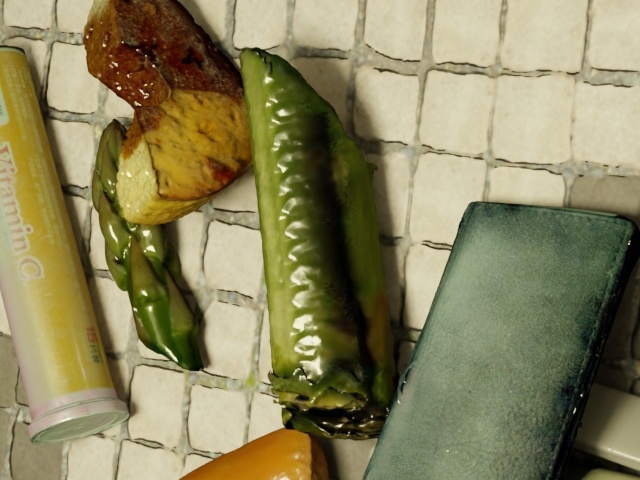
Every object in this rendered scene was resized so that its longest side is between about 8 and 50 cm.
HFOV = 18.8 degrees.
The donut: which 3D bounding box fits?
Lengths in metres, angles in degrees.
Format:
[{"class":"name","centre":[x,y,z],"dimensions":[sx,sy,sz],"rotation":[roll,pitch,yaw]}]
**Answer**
[{"class":"donut","centre":[-0.148,-0.131,1.937],"dimensions":[0.112,0.151,0.295],"rotation":[-44,50,42]}]

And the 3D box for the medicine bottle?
[{"class":"medicine bottle","centre":[-0.306,-0.001,2.069],"dimensions":[0.108,0.108,0.426],"rotation":[-26,71,33]}]

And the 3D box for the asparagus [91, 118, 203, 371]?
[{"class":"asparagus","centre":[-0.187,0.007,1.994],"dimensions":[0.080,0.080,0.287],"rotation":[-23,74,34]}]

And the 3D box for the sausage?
[{"class":"sausage","centre":[-0.088,0.260,1.900],"dimensions":[0.238,0.098,0.098],"rotation":[-29,71,31]}]

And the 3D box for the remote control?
[{"class":"remote control","centre":[0.289,0.172,1.645],"dimensions":[0.261,0.029,0.067],"rotation":[16,56,36]}]

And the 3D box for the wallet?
[{"class":"wallet","centre":[0.143,0.142,1.671],"dimensions":[0.190,0.046,0.379],"rotation":[9,70,36]}]

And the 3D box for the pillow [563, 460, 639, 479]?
[{"class":"pillow","centre":[0.198,0.266,1.671],"dimensions":[0.250,0.106,0.186],"rotation":[17,81,36]}]

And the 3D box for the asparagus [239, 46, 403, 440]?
[{"class":"asparagus","centre":[0.000,0.000,1.830],"dimensions":[0.128,0.108,0.382],"rotation":[-7,80,0]}]
